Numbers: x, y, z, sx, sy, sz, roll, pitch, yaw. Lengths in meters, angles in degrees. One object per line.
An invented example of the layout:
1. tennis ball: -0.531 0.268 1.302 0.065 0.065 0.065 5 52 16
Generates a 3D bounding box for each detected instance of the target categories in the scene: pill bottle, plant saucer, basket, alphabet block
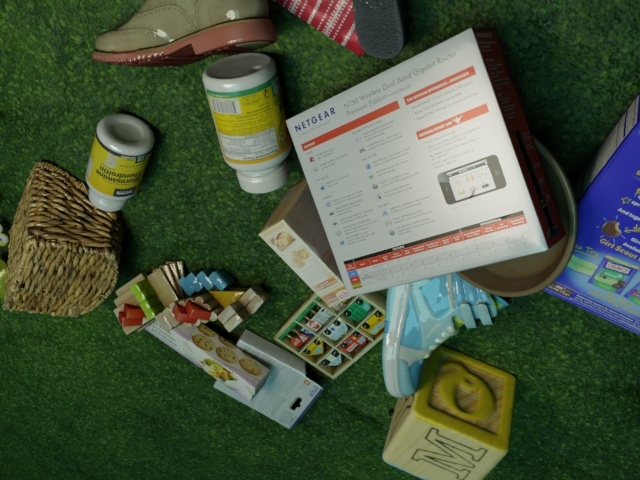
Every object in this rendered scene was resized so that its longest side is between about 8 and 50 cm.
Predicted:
1. pill bottle: -0.111 -0.186 1.045 0.118 0.117 0.208 4 128 20
2. plant saucer: 0.265 -0.050 0.973 0.278 0.041 0.277 28 129 41
3. basket: -0.552 0.005 1.408 0.214 0.223 0.299 11 141 -31
4. pill bottle: -0.381 -0.140 1.206 0.103 0.103 0.184 31 133 -3
5. alphabet block: 0.257 0.358 1.293 0.193 0.192 0.197 21 134 3

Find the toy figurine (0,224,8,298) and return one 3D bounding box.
1. toy figurine: -0.855 0.042 1.463 0.191 0.217 0.362 16 133 23

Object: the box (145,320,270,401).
1. box: -0.265 0.241 1.456 0.324 0.067 0.063 32 132 12

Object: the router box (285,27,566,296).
1. router box: 0.140 -0.097 0.937 0.335 0.082 0.301 -17 94 39

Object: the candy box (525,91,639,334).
1. candy box: 0.493 -0.020 0.924 0.268 0.122 0.317 25 134 4

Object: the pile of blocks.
1. pile of blocks: -0.293 0.121 1.346 0.362 0.112 0.148 -6 97 18

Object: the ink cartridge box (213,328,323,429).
1. ink cartridge box: -0.122 0.333 1.526 0.224 0.045 0.223 31 132 -1

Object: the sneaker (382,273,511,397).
1. sneaker: 0.222 0.153 1.140 0.208 0.127 0.319 8 112 14

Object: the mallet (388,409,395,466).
1. mallet: 0.175 0.472 1.528 0.062 0.039 0.189 -7 120 24

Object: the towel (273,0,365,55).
1. towel: -0.006 -0.401 0.882 0.275 0.031 0.199 32 132 -4

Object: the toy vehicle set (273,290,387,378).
1. toy vehicle set: 0.032 0.177 1.340 0.166 0.035 0.267 34 132 -6

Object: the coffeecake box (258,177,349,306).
1. coffeecake box: 0.000 0.000 1.134 0.068 0.142 0.185 -29 112 38

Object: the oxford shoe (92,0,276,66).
1. oxford shoe: -0.219 -0.340 0.984 0.348 0.123 0.130 0 103 29

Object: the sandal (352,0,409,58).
1. sandal: 0.076 -0.361 0.831 0.097 0.054 0.254 18 143 19
